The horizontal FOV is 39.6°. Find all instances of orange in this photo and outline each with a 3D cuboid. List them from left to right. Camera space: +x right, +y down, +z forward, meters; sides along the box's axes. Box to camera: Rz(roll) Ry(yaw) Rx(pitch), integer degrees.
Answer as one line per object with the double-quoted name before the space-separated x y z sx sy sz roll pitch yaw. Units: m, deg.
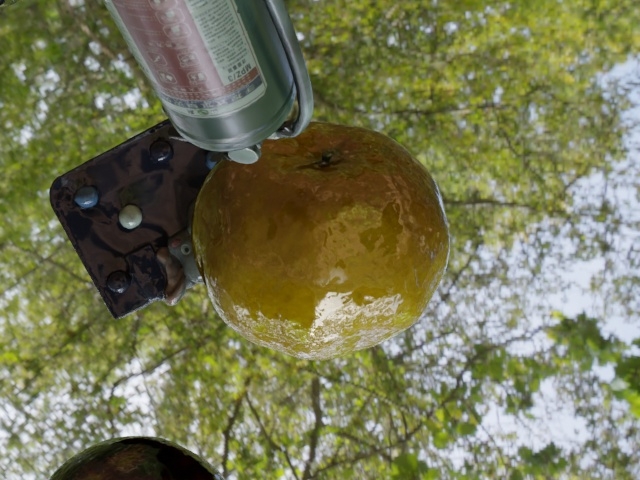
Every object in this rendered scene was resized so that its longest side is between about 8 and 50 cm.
"orange" 0.000 0.000 0.951 0.279 0.235 0.279 4 -143 -3

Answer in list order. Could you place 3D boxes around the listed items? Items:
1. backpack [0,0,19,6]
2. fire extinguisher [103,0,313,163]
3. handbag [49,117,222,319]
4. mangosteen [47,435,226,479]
"backpack" -0.207 -0.252 0.490 0.140 0.207 0.253 4 -93 15
"fire extinguisher" -0.068 -0.121 0.530 0.118 0.294 0.093 2 -116 12
"handbag" -0.200 -0.039 1.306 0.326 0.118 0.269 -30 -91 -4
"mangosteen" -0.189 0.296 0.748 0.289 0.231 0.231 -21 -133 -19
